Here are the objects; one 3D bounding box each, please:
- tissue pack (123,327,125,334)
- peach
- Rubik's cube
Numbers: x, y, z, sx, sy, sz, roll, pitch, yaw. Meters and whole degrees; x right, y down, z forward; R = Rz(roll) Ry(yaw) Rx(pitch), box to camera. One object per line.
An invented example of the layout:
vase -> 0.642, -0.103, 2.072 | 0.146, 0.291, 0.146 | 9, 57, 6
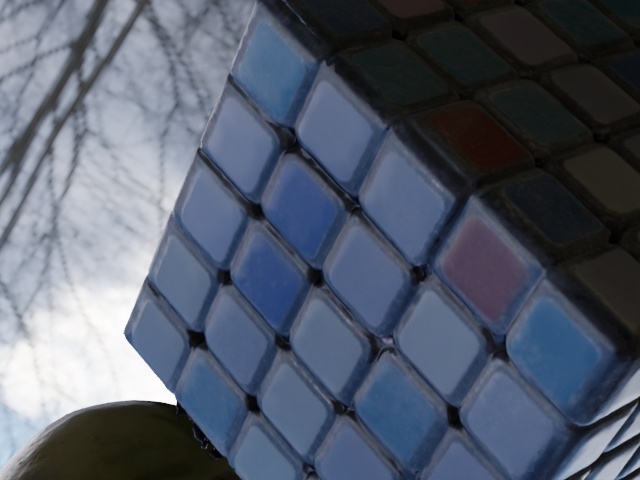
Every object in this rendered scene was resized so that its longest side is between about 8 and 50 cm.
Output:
tissue pack -> -0.135, 0.051, 1.717 | 0.103, 0.170, 0.090 | 26, -175, -4
peach -> -0.166, 0.286, 1.321 | 0.292, 0.292, 0.247 | 44, -160, 26
Rubik's cube -> 0.101, 0.020, 0.933 | 0.287, 0.293, 0.292 | -20, -125, -43
